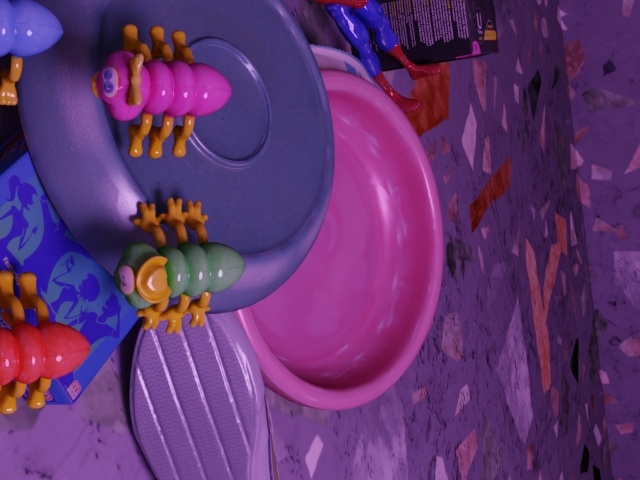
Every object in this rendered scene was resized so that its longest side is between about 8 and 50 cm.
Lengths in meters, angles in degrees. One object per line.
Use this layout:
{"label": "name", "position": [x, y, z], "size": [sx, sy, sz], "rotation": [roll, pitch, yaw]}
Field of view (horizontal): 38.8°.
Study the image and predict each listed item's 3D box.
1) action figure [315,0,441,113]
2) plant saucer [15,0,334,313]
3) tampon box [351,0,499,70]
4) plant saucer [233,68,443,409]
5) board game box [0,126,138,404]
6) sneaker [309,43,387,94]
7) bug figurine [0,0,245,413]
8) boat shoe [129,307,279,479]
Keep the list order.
{"label": "action figure", "position": [0.054, -0.265, 0.998], "size": [0.280, 0.139, 0.091], "rotation": [41, 66, -29]}
{"label": "plant saucer", "position": [-0.085, -0.103, 0.707], "size": [0.318, 0.044, 0.317], "rotation": [18, 66, -48]}
{"label": "tampon box", "position": [0.133, -0.276, 1.166], "size": [0.120, 0.161, 0.101], "rotation": [-25, 109, -60]}
{"label": "plant saucer", "position": [0.000, 0.000, 0.908], "size": [0.332, 0.084, 0.332], "rotation": [4, 84, -48]}
{"label": "board game box", "position": [-0.177, -0.010, 0.666], "size": [0.210, 0.047, 0.160], "rotation": [-61, 137, -47]}
{"label": "sneaker", "position": [0.010, -0.146, 1.002], "size": [0.229, 0.087, 0.092], "rotation": [27, 71, -55]}
{"label": "bug figurine", "position": [-0.147, -0.033, 0.548], "size": [0.216, 0.072, 0.279], "rotation": [-8, 98, -34]}
{"label": "boat shoe", "position": [-0.090, 0.176, 0.780], "size": [0.094, 0.109, 0.302], "rotation": [-88, 170, -72]}
